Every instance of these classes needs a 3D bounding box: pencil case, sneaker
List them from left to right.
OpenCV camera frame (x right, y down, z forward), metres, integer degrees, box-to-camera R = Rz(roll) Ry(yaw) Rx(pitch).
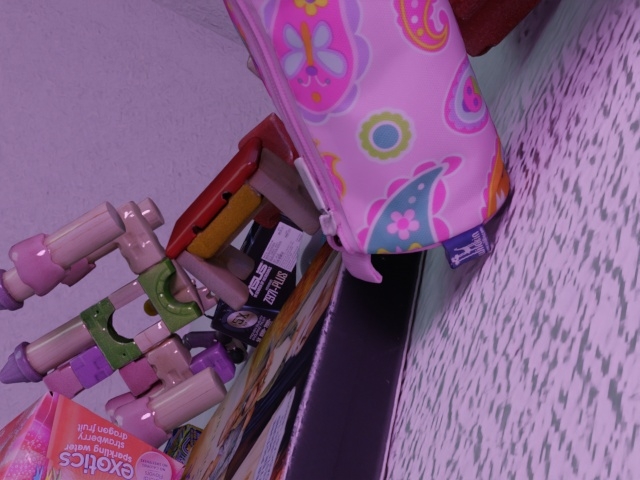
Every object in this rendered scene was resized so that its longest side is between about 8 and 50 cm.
[{"bbox_3d":[0.000,0.000,1.017,0.061,0.053,0.152,121,170,-52],"label":"sneaker"},{"bbox_3d":[0.008,-0.119,0.546,0.124,0.284,0.124,-21,25,10],"label":"pencil case"}]

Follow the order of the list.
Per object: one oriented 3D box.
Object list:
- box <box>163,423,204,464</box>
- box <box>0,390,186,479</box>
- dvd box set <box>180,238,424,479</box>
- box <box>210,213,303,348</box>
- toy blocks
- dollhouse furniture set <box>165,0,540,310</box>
[{"bbox_3d":[-0.164,0.269,1.246,0.059,0.054,0.169,-67,9,-17],"label":"box"},{"bbox_3d":[-0.281,0.277,0.962,0.300,0.154,0.142,-35,26,47],"label":"box"},{"bbox_3d":[-0.056,0.191,0.754,0.420,0.062,0.308,-57,10,42],"label":"dvd box set"},{"bbox_3d":[-0.060,0.022,1.248,0.180,0.077,0.147,-62,8,23],"label":"box"},{"bbox_3d":[-0.276,0.123,1.230,0.260,0.289,0.309,-31,5,4],"label":"toy blocks"},{"bbox_3d":[0.007,-0.154,0.764,0.374,0.152,0.201,-45,14,17],"label":"dollhouse furniture set"}]
